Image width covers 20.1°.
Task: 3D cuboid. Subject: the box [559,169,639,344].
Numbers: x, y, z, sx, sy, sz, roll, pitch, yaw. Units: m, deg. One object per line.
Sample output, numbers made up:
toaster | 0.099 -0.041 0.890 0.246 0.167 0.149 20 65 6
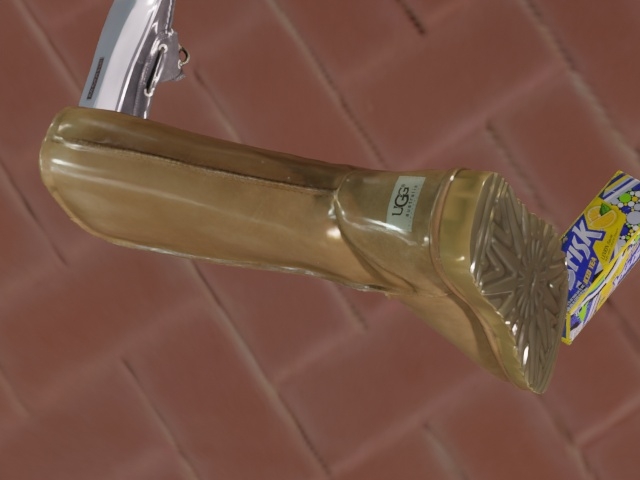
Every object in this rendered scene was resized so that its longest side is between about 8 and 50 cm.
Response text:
box | 0.256 0.015 1.685 0.059 0.054 0.169 30 60 26

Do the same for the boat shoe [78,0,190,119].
boat shoe | -0.157 -0.153 1.599 0.076 0.080 0.228 19 86 -23

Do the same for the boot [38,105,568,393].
boot | 0.000 0.000 1.082 0.269 0.236 0.089 9 65 26
